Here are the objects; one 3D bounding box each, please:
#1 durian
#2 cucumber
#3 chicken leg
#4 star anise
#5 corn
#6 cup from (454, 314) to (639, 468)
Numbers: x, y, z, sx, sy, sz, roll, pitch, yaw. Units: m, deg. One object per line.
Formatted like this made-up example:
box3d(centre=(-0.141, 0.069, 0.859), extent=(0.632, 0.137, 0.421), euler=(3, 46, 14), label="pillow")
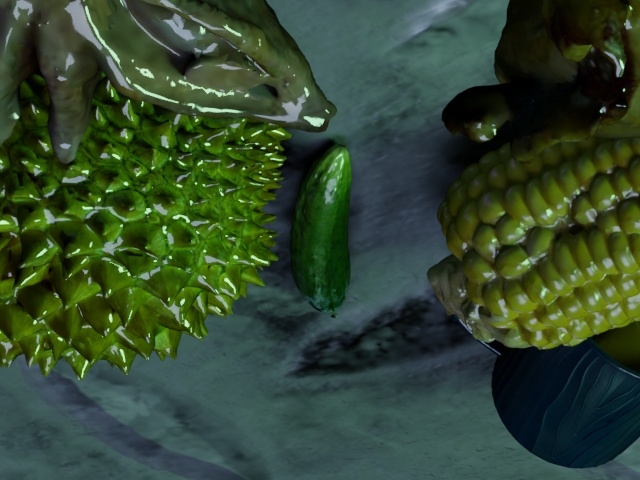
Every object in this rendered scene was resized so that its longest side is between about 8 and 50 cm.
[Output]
box3d(centre=(-0.138, -0.024, 0.997), extent=(0.237, 0.176, 0.200), euler=(-1, 128, 16), label="durian")
box3d(centre=(0.000, 0.000, 1.156), extent=(0.039, 0.039, 0.168), euler=(-2, 143, -3), label="cucumber")
box3d(centre=(0.195, -0.166, 0.795), extent=(0.140, 0.211, 0.361), euler=(37, 141, 0), label="chicken leg")
box3d(centre=(-0.109, -0.150, 0.841), extent=(0.349, 0.109, 0.292), euler=(-19, 130, 17), label="star anise")
box3d(centre=(0.210, -0.034, 1.052), extent=(0.347, 0.130, 0.130), euler=(-25, 141, 24), label="corn")
box3d(centre=(0.172, 0.059, 1.218), extent=(0.113, 0.150, 0.138), euler=(-26, 160, -31), label="cup")
